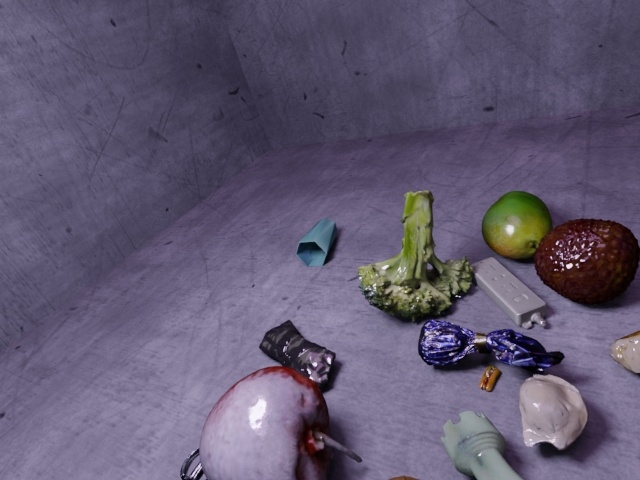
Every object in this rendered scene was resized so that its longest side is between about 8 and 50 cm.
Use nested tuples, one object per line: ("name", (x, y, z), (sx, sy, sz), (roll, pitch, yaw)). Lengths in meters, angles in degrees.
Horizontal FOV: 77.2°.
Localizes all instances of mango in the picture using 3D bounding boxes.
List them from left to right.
("mango", (0.704, -0.070, 1.450), (0.225, 0.201, 0.382), (-14, 25, 29))

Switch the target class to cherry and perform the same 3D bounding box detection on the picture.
("cherry", (-0.128, 0.479, 0.944), (0.335, 0.291, 0.326), (-36, 39, 7))

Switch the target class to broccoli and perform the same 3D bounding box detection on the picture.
("broccoli", (0.265, 0.066, 1.286), (0.353, 0.397, 0.275), (-42, 35, -22))

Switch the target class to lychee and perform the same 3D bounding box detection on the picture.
("lychee", (0.771, 0.055, 1.165), (0.261, 0.260, 0.260), (-14, 30, 8))

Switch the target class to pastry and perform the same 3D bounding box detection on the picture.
("pastry", (0.765, 0.250, 0.927), (0.166, 0.166, 0.088), (-22, 66, -5))

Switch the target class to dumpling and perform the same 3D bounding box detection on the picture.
("dumpling", (0.513, 0.377, 0.888), (0.136, 0.118, 0.199), (3, 41, 39))

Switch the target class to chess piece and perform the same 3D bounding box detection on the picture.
("chess piece", (0.352, 0.475, 0.768), (0.195, 0.194, 0.299), (-21, 21, -3))

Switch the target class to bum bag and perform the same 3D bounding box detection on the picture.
("bum bag", (-0.077, 0.358, 1.286), (0.144, 0.095, 0.340), (-47, 36, -16))

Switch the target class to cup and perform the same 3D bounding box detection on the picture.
("cup", (0.000, 0.000, 1.817), (0.134, 0.148, 0.235), (-32, 14, 37))

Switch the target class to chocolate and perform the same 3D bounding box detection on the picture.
("chocolate", (0.440, 0.276, 1.051), (0.343, 0.148, 0.126), (-7, 70, 35))

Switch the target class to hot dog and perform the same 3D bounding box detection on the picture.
("hot dog", (0.445, 0.359, 1.053), (0.037, 0.021, 0.083), (9, 41, 38))

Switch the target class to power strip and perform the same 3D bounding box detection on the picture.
("power strip", (0.588, 0.160, 1.269), (0.098, 0.058, 0.338), (-20, 30, -2))

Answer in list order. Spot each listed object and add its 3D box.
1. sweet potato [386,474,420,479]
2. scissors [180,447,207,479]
("sweet potato", (0.164, 0.546, 0.869), (0.219, 0.051, 0.065), (-8, 33, 19))
("scissors", (-0.272, 0.551, 1.144), (0.109, 0.022, 0.300), (7, 38, 31))
